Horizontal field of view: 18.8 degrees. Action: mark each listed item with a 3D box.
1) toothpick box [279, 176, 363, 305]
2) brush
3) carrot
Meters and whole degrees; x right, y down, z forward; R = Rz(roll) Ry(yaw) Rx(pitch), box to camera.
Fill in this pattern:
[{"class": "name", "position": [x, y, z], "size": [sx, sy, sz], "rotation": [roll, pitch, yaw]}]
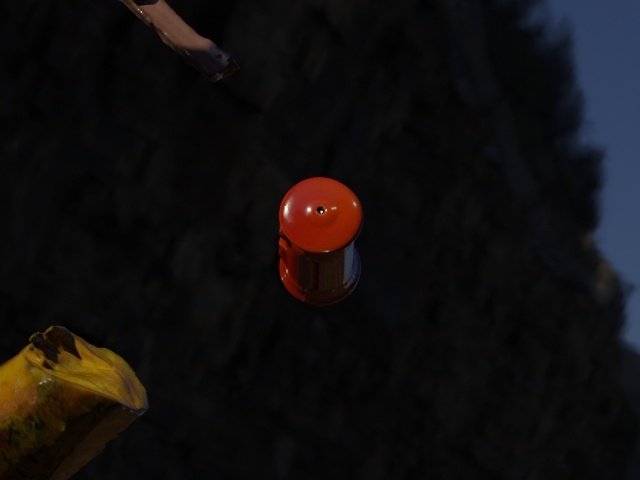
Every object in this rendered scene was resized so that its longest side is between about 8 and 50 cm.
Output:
[{"class": "toothpick box", "position": [0.000, 0.000, 1.064], "size": [0.047, 0.047, 0.083], "rotation": [24, -21, 10]}, {"class": "brush", "position": [-0.169, -0.217, 1.417], "size": [0.301, 0.084, 0.071], "rotation": [44, -29, 15]}, {"class": "carrot", "position": [-0.276, 0.186, 1.471], "size": [0.114, 0.302, 0.114], "rotation": [49, 5, -5]}]
